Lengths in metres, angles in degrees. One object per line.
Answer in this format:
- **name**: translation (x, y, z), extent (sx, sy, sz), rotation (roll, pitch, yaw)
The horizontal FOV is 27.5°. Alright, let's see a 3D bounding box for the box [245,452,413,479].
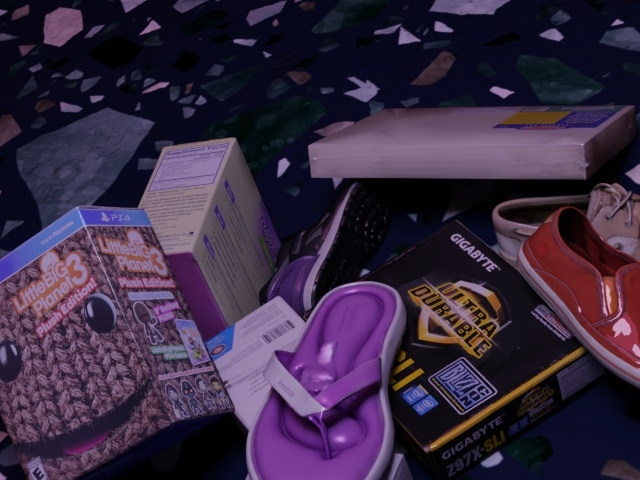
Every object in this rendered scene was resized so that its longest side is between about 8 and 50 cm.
- **box**: translation (-0.001, 0.332, 1.458), extent (0.181, 0.119, 0.182), rotation (2, 44, 26)

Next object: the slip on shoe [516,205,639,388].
- **slip on shoe**: translation (0.356, 0.077, 1.517), extent (0.123, 0.101, 0.331), rotation (-1, 37, -38)

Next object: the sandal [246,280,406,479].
- **sandal**: translation (0.002, 0.155, 1.513), extent (0.169, 0.102, 0.416), rotation (-8, 29, 14)

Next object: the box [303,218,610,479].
- **box**: translation (0.163, 0.130, 1.659), extent (0.257, 0.079, 0.322), rotation (-32, 39, -11)

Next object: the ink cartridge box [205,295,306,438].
- **ink cartridge box**: translation (-0.055, 0.183, 1.688), extent (0.148, 0.085, 0.203), rotation (-31, 40, -12)

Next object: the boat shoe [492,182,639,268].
- **boat shoe**: translation (0.377, -0.020, 1.719), extent (0.302, 0.098, 0.109), rotation (-3, 41, 22)

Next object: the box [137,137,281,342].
- **box**: translation (-0.164, 0.016, 1.835), extent (0.117, 0.213, 0.243), rotation (-6, 41, 20)

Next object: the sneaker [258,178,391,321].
- **sneaker**: translation (0.000, 0.000, 1.874), extent (0.124, 0.107, 0.283), rotation (0, 42, 34)

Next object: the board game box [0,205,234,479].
- **board game box**: translation (-0.285, 0.138, 1.633), extent (0.232, 0.141, 0.291), rotation (-32, 76, 23)

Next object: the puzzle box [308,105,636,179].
- **puzzle box**: translation (0.222, -0.143, 1.887), extent (0.409, 0.052, 0.272), rotation (2, 17, 28)
